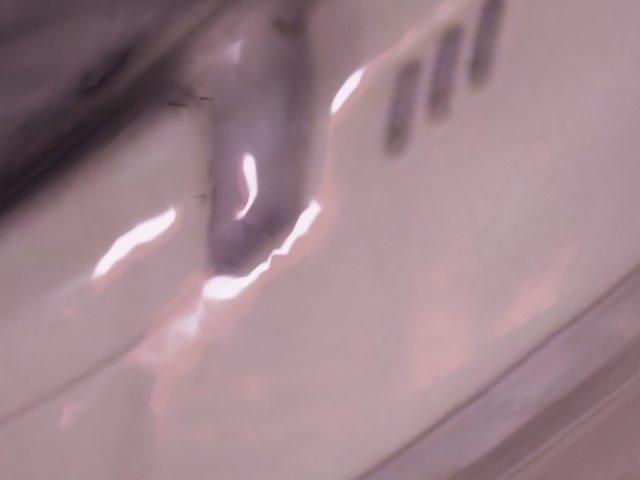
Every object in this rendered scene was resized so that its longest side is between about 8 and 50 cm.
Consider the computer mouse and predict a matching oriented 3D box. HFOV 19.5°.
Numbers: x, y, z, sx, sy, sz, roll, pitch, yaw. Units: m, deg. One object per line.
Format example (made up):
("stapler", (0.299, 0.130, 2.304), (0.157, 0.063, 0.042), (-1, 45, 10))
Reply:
("computer mouse", (0.003, 0.001, 0.415), (0.429, 0.145, 0.228), (-28, 145, 14))
